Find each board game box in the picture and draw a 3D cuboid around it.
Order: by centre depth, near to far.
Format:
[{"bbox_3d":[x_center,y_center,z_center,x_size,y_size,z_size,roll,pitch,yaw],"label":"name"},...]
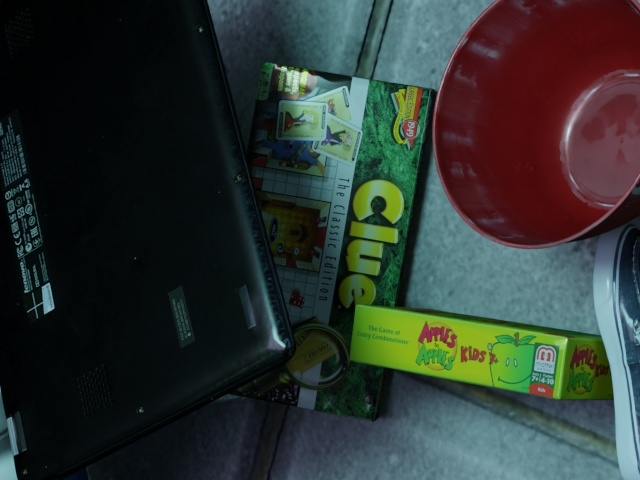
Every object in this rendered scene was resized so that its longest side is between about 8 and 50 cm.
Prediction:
[{"bbox_3d":[0.120,0.078,1.242,0.181,0.092,0.043,8,91,40],"label":"board game box"},{"bbox_3d":[0.000,0.000,1.353,0.136,0.030,0.259,9,93,6],"label":"board game box"}]

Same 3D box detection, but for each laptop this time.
[{"bbox_3d":[-0.150,0.007,1.390,0.408,0.236,0.382,-29,64,30],"label":"laptop"}]

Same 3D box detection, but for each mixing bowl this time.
[{"bbox_3d":[0.174,-0.076,1.151,0.181,0.098,0.181,-13,71,41],"label":"mixing bowl"}]

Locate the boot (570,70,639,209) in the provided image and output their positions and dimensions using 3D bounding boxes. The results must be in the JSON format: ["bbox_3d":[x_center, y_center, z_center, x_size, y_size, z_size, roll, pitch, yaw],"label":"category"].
[{"bbox_3d":[0.224,-0.074,1.203,0.121,0.045,0.099,-21,67,36],"label":"boot"}]

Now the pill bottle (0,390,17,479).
[{"bbox_3d":[-0.308,0.239,1.468,0.176,0.176,0.318,28,128,39],"label":"pill bottle"}]

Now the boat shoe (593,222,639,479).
[{"bbox_3d":[0.238,0.074,1.167,0.083,0.065,0.183,-11,85,37],"label":"boat shoe"}]

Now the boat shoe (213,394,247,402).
[{"bbox_3d":[-0.117,-0.015,1.460,0.118,0.103,0.320,131,132,-55],"label":"boat shoe"}]
